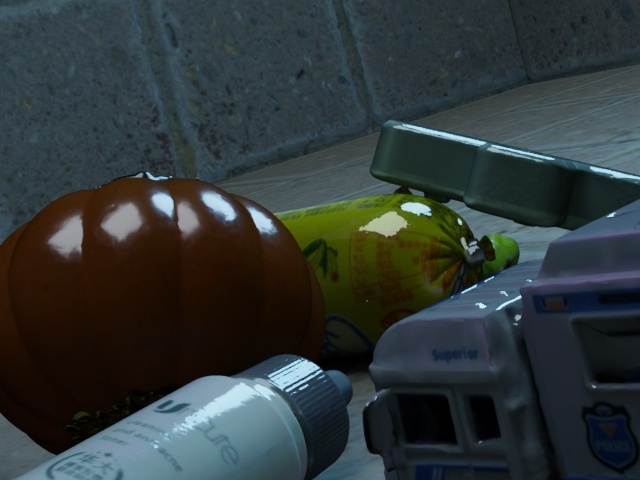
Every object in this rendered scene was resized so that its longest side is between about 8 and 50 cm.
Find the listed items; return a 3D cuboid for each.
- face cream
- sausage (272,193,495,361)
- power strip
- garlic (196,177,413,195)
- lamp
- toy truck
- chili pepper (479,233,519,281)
[{"bbox_3d":[-0.075,0.127,0.689,0.092,0.092,0.311,-9,10,39],"label":"face cream"},{"bbox_3d":[-0.020,0.037,1.093,0.347,0.123,0.123,-10,9,35],"label":"sausage"},{"bbox_3d":[0.166,-0.041,1.070,0.264,0.059,0.193,15,6,18],"label":"power strip"},{"bbox_3d":[-0.008,0.007,1.207,0.198,0.129,0.090,7,31,18],"label":"garlic"},{"bbox_3d":[-0.108,0.054,0.870,0.223,0.197,0.223,-8,-30,-4],"label":"lamp"},{"bbox_3d":[0.136,0.058,0.517,0.124,0.155,0.268,-22,10,-40],"label":"toy truck"},{"bbox_3d":[0.156,0.015,1.241,0.049,0.043,0.208,-39,-6,20],"label":"chili pepper"}]
